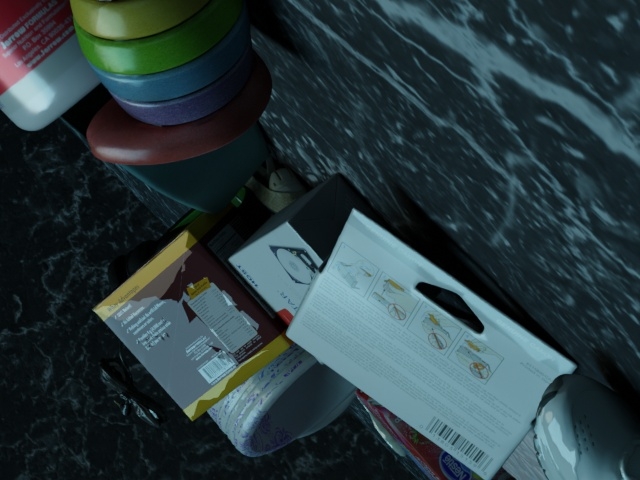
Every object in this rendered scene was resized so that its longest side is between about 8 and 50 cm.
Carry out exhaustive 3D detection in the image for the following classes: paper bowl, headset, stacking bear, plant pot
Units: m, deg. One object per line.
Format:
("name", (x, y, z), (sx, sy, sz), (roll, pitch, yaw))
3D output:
("paper bowl", (-0.045, 0.163, 2.141), (0.148, 0.284, 0.284), (49, 173, 20))
("headset", (-0.191, 0.075, 2.142), (0.243, 0.394, 0.185), (-23, 114, 46))
("stacking bear", (-0.156, -0.224, 1.311), (0.164, 0.175, 0.289), (9, 142, 28))
("plant pot", (-0.182, -0.146, 1.812), (0.234, 0.165, 0.165), (41, 178, -42))

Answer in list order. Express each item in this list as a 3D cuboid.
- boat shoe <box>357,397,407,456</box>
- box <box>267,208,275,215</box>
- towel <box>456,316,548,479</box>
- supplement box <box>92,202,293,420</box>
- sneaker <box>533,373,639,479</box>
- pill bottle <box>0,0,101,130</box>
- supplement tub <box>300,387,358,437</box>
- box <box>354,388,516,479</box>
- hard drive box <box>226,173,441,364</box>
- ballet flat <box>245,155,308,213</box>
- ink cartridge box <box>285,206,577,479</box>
("boat shoe", (0.093, 0.244, 2.533), (0.254, 0.079, 0.095), (53, -170, 13))
("box", (0.000, 0.000, 1.973), (0.178, 0.042, 0.109), (49, 171, -24))
("towel", (0.218, 0.203, 1.801), (0.332, 0.053, 0.317), (50, 172, -19))
("supplement box", (-0.144, 0.086, 1.917), (0.194, 0.191, 0.129), (49, -152, -4))
("sneaker", (0.310, 0.226, 1.356), (0.297, 0.111, 0.129), (45, 157, -19))
("pill bottle", (-0.350, -0.329, 1.509), (0.408, 0.229, 0.229), (49, 172, -14))
("supplement tub", (-0.093, 0.142, 2.453), (0.325, 0.235, 0.235), (41, 170, 35))
("box", (0.182, 0.268, 2.045), (0.257, 0.122, 0.128), (50, 172, -22))
("hard drive box", (0.011, 0.039, 1.747), (0.181, 0.089, 0.232), (47, 158, -5))
("ballet flat", (-0.061, -0.075, 1.890), (0.168, 0.057, 0.052), (35, 133, 48))
("ink cartridge box", (0.117, 0.098, 1.551), (0.275, 0.060, 0.239), (35, 138, 8))
